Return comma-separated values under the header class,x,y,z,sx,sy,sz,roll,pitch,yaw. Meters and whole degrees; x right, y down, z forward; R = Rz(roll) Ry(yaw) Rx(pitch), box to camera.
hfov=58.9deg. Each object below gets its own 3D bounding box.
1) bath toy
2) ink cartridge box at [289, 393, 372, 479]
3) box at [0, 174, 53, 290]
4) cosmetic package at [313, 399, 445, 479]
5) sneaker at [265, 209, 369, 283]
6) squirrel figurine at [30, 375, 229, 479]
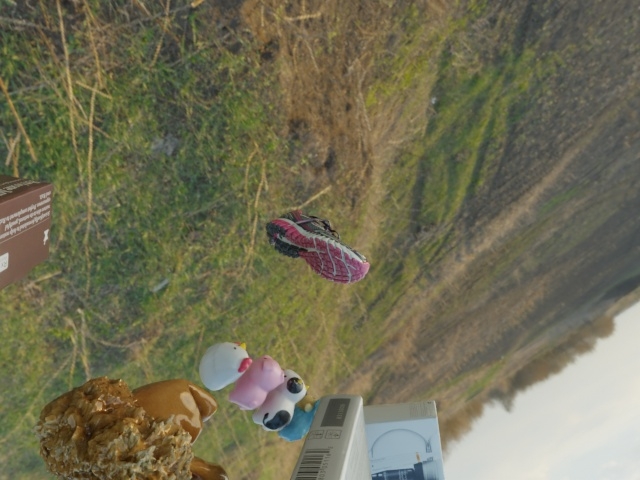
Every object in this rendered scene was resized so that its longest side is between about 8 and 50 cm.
class,x,y,z,sx,sy,sz,roll,pitch,yaw
bath toy,-0.128,0.341,1.332,0.128,0.152,0.348,-17,133,33
ink cartridge box,0.034,0.517,0.991,0.091,0.386,0.308,-4,-166,12
box,-0.607,-0.037,0.794,0.191,0.380,0.143,-99,-159,-75
cosmetic package,0.147,0.573,1.312,0.284,0.378,0.097,-8,-171,9
sneaker,0.000,0.000,1.386,0.112,0.299,0.121,-35,139,-33
squirrel figurine,-0.275,0.414,0.900,0.280,0.370,0.397,-31,142,-8
